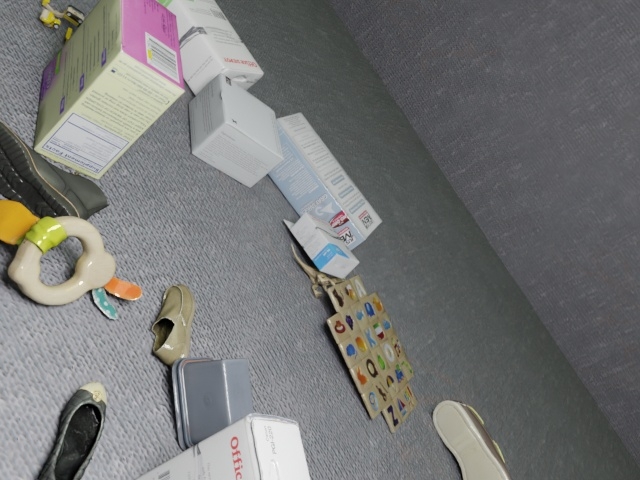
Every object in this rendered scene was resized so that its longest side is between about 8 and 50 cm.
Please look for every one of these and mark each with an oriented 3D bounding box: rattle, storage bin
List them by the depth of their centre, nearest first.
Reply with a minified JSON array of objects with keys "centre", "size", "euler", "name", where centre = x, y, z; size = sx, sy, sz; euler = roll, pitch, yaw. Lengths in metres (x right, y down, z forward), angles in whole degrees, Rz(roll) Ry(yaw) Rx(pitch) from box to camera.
[{"centre":[-0.369,0.032,0.867],"size":[0.200,0.143,0.130],"euler":[37,60,-61],"name":"rattle"},{"centre":[-0.146,0.232,0.889],"size":[0.098,0.091,0.135],"euler":[12,65,-55],"name":"storage bin"}]

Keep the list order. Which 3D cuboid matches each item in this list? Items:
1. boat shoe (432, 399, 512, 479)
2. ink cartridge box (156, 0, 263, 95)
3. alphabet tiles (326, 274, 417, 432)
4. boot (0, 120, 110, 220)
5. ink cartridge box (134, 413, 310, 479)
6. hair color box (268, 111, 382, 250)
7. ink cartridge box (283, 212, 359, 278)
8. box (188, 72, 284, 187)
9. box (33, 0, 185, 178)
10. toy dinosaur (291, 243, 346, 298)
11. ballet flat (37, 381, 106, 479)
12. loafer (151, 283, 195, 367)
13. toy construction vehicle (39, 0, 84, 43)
[{"centre":[0.381,0.528,1.431],"size":[0.097,0.116,0.324],"euler":[14,41,-49],"name":"boat shoe"},{"centre":[-0.296,-0.499,1.532],"size":[0.272,0.115,0.198],"euler":[56,26,5],"name":"ink cartridge box"},{"centre":[0.123,0.249,1.394],"size":[0.285,0.011,0.342],"euler":[-18,82,-63],"name":"alphabet tiles"},{"centre":[-0.417,-0.102,0.919],"size":[0.197,0.077,0.137],"euler":[57,16,-11],"name":"boot"},{"centre":[-0.115,0.323,0.721],"size":[0.092,0.218,0.158],"euler":[25,38,-45],"name":"ink cartridge box"},{"centre":[-0.010,-0.146,1.591],"size":[0.374,0.114,0.185],"euler":[53,26,-2],"name":"hair color box"},{"centre":[0.000,0.000,1.435],"size":[0.104,0.060,0.180],"euler":[21,26,-54],"name":"ink cartridge box"},{"centre":[-0.195,-0.251,1.398],"size":[0.182,0.119,0.181],"euler":[30,35,-40],"name":"box"},{"centre":[-0.352,-0.266,1.010],"size":[0.117,0.243,0.213],"euler":[28,35,-43],"name":"box"},{"centre":[-0.009,0.083,1.404],"size":[0.183,0.053,0.092],"euler":[32,19,-36],"name":"toy dinosaur"},{"centre":[-0.287,0.241,0.726],"size":[0.057,0.049,0.173],"euler":[41,29,-27],"name":"ballet flat"},{"centre":[-0.232,0.126,0.952],"size":[0.050,0.056,0.148],"euler":[38,29,-43],"name":"loafer"},{"centre":[-0.504,-0.424,1.196],"size":[0.098,0.035,0.085],"euler":[26,48,-40],"name":"toy construction vehicle"}]
